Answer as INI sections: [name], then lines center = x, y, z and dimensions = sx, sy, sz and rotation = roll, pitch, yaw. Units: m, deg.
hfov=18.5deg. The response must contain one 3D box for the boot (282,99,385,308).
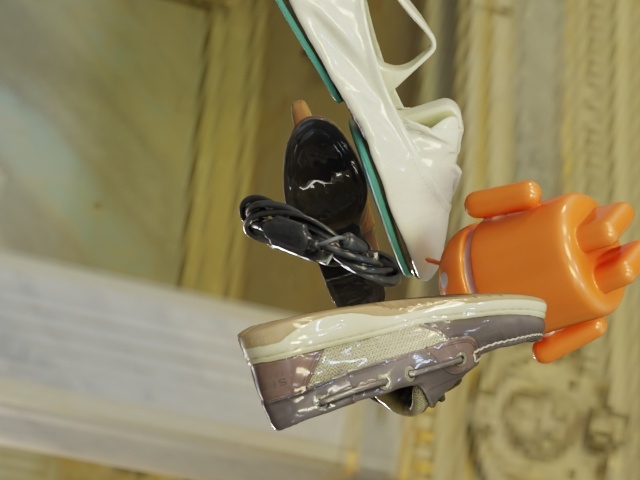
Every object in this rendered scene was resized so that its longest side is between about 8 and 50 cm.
[boot]
center = 0.008, -0.088, 2.263
dimensions = 0.280, 0.096, 0.264
rotation = -103, 169, -55

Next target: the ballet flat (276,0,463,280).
[ballet flat]
center = 0.071, -0.146, 1.985
dimensions = 0.400, 0.139, 0.139
rotation = 65, -10, -18

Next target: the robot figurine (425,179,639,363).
[robot figurine]
center = 0.209, 0.031, 1.905
dimensions = 0.219, 0.158, 0.128
rotation = -18, -128, 32

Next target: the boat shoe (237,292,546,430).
[boat shoe]
center = 0.063, 0.093, 1.539
dimensions = 0.103, 0.285, 0.092
rotation = -9, -93, 51

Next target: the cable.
[cable]
center = 0.000, 0.000, 1.958
dimensions = 0.184, 0.150, 0.047
rotation = 17, -92, 50
